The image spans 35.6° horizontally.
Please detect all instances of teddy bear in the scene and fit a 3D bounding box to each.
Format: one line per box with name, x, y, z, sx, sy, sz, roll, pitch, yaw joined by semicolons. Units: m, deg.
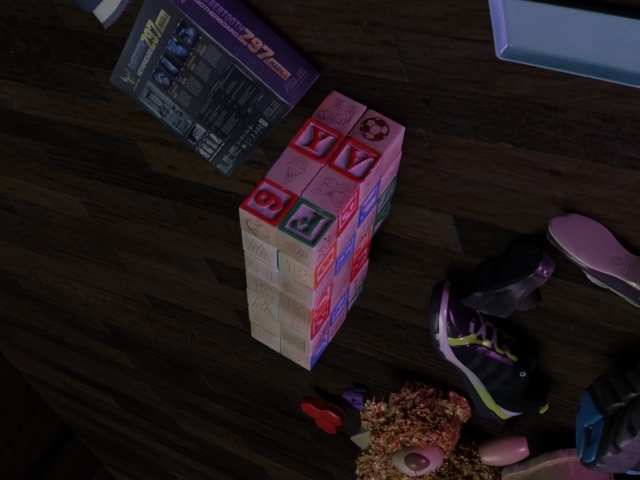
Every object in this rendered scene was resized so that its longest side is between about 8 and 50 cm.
teddy bear;0.163;0.349;1.480;0.245;0.113;0.338;23;146;14

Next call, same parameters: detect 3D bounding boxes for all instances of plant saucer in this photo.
plant saucer;0.221;-0.152;0.765;0.192;0.018;0.067;20;149;31

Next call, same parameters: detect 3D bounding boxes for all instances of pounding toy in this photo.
pounding toy;0.324;0.313;1.326;0.154;0.154;0.269;-15;140;22

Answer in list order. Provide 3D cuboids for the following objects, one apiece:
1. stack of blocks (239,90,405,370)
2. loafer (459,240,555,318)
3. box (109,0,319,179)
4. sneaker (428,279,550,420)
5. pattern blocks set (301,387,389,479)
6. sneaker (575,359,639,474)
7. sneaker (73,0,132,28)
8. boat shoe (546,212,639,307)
stack of blocks;0.000;0.000;1.093;0.087;0.171;0.297;29;153;14
loafer;0.209;0.045;1.052;0.061;0.062;0.170;30;163;-6
box;-0.122;-0.177;1.077;0.183;0.059;0.233;39;154;-7
sneaker;0.208;0.126;1.179;0.097;0.084;0.234;-13;132;29
pattern blocks set;0.143;0.350;1.626;0.325;0.026;0.285;46;146;-15
sneaker;0.382;0.142;0.975;0.140;0.125;0.341;11;152;-10
sneaker;-0.187;-0.301;0.900;0.131;0.112;0.319;41;152;-15
boat shoe;0.272;0.022;0.950;0.137;0.049;0.043;30;155;2
